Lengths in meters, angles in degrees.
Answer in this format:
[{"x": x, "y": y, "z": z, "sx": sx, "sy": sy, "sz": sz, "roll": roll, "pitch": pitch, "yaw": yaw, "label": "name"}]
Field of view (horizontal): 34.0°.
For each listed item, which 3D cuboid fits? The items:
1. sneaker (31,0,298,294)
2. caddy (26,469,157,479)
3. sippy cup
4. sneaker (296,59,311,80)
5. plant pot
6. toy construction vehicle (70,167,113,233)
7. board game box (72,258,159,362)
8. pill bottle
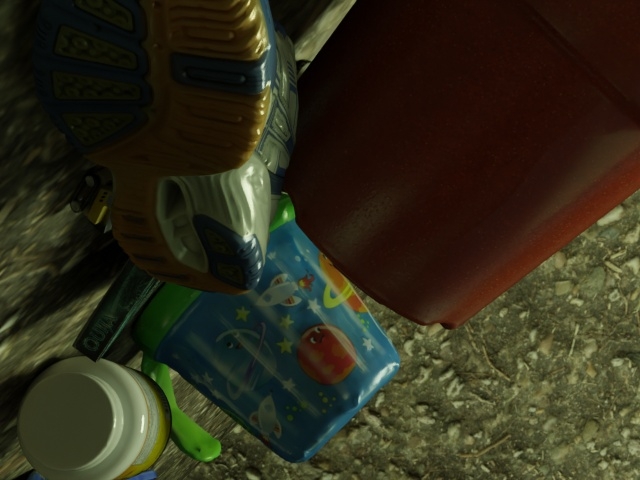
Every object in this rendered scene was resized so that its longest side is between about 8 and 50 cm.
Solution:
[{"x": -0.067, "y": -0.088, "z": 0.547, "sx": 0.296, "sy": 0.111, "sz": 0.131, "roll": 99, "pitch": 7, "yaw": -63, "label": "sneaker"}, {"x": -0.312, "y": 0.360, "z": 1.269, "sx": 0.241, "sy": 0.179, "sz": 0.341, "roll": -20, "pitch": 170, "yaw": -3, "label": "caddy"}, {"x": -0.043, "y": 0.108, "z": 1.123, "sx": 0.240, "sy": 0.224, "sz": 0.305, "roll": -38, "pitch": 170, "yaw": -33, "label": "sippy cup"}, {"x": 0.003, "y": -0.094, "z": 0.856, "sx": 0.057, "sy": 0.075, "sz": 0.161, "roll": -45, "pitch": 172, "yaw": 3, "label": "sneaker"}, {"x": 0.115, "y": -0.097, "z": 0.707, "sx": 0.265, "sy": 0.272, "sz": 0.272, "roll": -46, "pitch": 172, "yaw": 20, "label": "plant pot"}, {"x": -0.115, "y": -0.041, "z": 0.687, "sx": 0.098, "sy": 0.035, "sz": 0.086, "roll": -50, "pitch": 170, "yaw": 34, "label": "toy construction vehicle"}, {"x": -0.118, "y": -0.001, "z": 0.806, "sx": 0.186, "sy": 0.026, "sz": 0.126, "roll": -51, "pitch": -176, "yaw": 35, "label": "board game box"}, {"x": -0.212, "y": 0.171, "z": 0.986, "sx": 0.117, "sy": 0.117, "sz": 0.215, "roll": -43, "pitch": 171, "yaw": -6, "label": "pill bottle"}]
